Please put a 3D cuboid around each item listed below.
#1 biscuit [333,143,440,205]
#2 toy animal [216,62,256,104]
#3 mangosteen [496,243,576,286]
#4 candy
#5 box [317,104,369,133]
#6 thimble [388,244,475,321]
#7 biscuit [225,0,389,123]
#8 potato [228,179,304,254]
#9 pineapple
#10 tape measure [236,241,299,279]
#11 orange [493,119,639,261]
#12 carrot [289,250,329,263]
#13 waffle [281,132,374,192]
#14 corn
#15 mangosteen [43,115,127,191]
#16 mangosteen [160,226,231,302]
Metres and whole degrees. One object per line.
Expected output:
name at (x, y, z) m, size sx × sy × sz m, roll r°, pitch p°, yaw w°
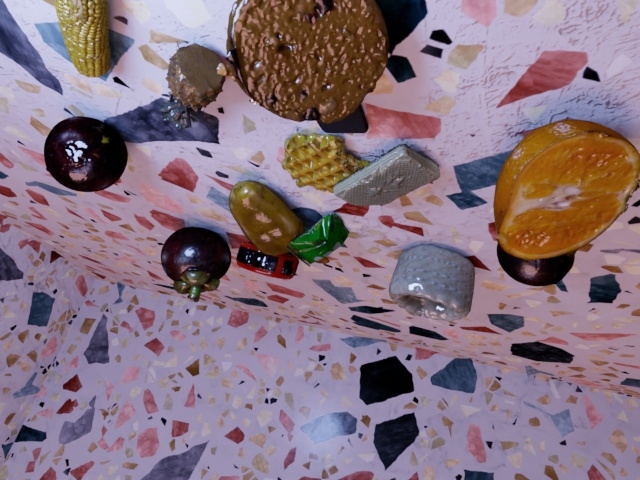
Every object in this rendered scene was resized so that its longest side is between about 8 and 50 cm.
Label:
biscuit at (0.167, -0.152, 1.149) m, size 0.150 × 0.052 × 0.252 m, roll 21°, pitch 147°, yaw -38°
toy animal at (-0.085, -0.358, 0.898) m, size 0.255 × 0.116 × 0.114 m, roll -14°, pitch 120°, yaw 25°
mangosteen at (0.584, 0.025, 1.189) m, size 0.210 × 0.210 × 0.210 m, roll 13°, pitch 156°, yaw 6°
candy at (0.000, 0.001, 1.510) m, size 0.141 × 0.203 × 0.078 m, roll 49°, pitch -174°, yaw -31°
box at (0.041, -0.297, 1.021) m, size 0.125 × 0.027 × 0.126 m, roll 7°, pitch 156°, yaw 25°
thimble at (0.397, 0.157, 1.573) m, size 0.291 × 0.195 × 0.291 m, roll 17°, pitch 159°, yaw 7°
biscuit at (-0.022, -0.345, 0.790) m, size 0.296 × 0.075 × 0.296 m, roll -6°, pitch 136°, yaw -5°
potato at (-0.183, -0.068, 1.494) m, size 0.195 × 0.176 × 0.369 m, roll 31°, pitch 165°, yaw 40°
pineapple at (-0.308, -0.342, 1.019) m, size 0.128 × 0.128 × 0.248 m, roll 27°, pitch 158°, yaw -23°
tape measure at (-0.214, 0.082, 1.808) m, size 0.253 × 0.114 × 0.260 m, roll 16°, pitch 178°, yaw 2°
orange at (0.493, -0.093, 0.917) m, size 0.274 × 0.274 × 0.310 m, roll -2°, pitch 108°, yaw 34°
carrot at (-0.101, 0.035, 1.769) m, size 0.314 × 0.066 × 0.066 m, roll 24°, pitch 155°, yaw -19°
waffle at (0.022, -0.203, 1.200) m, size 0.291 × 0.051 × 0.291 m, roll 13°, pitch 158°, yaw 5°
corn at (-0.499, -0.446, 0.933) m, size 0.106 × 0.106 × 0.293 m, roll 22°, pitch 155°, yaw -13°
mangosteen at (-0.705, -0.260, 1.344) m, size 0.228 × 0.228 × 0.265 m, roll 22°, pitch -174°, yaw -13°
mangosteen at (-0.539, 0.090, 1.882) m, size 0.300 × 0.300 × 0.300 m, roll 13°, pitch 156°, yaw 6°
